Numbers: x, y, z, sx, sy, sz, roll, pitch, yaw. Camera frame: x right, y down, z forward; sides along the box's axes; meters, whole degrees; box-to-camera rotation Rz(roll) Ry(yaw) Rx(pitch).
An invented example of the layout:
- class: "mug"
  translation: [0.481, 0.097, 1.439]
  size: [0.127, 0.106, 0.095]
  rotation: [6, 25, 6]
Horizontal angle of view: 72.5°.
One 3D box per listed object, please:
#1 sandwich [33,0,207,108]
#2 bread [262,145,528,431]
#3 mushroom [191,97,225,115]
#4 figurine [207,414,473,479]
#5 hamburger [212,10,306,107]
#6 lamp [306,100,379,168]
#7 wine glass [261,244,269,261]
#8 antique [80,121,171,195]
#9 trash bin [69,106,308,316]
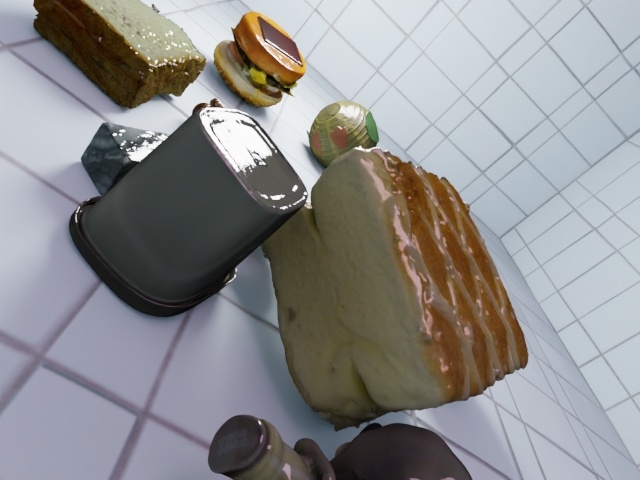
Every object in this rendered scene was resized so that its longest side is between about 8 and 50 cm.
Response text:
- class: "sandwich"
  translation: [-0.425, -0.444, 0.989]
  size: [0.262, 0.131, 0.325]
  rotation: [41, 27, -7]
- class: "bread"
  translation: [0.128, 0.088, 0.746]
  size: [0.371, 0.279, 0.389]
  rotation: [7, 63, -52]
- class: "mushroom"
  translation: [-0.259, -0.279, 1.052]
  size: [0.126, 0.085, 0.109]
  rotation: [-110, -179, -46]
- class: "figurine"
  translation: [0.042, 0.304, 0.486]
  size: [0.381, 0.203, 0.248]
  rotation: [30, 32, -28]
- class: "hamburger"
  translation: [-0.200, -0.577, 1.429]
  size: [0.291, 0.225, 0.291]
  rotation: [33, 35, -27]
- class: "lamp"
  translation: [0.090, -0.348, 1.540]
  size: [0.284, 0.250, 0.250]
  rotation: [49, 16, -44]
- class: "wine glass"
  translation: [-0.132, -0.110, 0.922]
  size: [0.143, 0.143, 0.321]
  rotation: [20, 34, -43]
- class: "antique"
  translation: [-0.297, -0.132, 0.760]
  size: [0.086, 0.088, 0.183]
  rotation: [53, 25, 15]
- class: "trash bin"
  translation: [-0.173, -0.046, 0.630]
  size: [0.219, 0.250, 0.220]
  rotation: [52, 24, -1]
